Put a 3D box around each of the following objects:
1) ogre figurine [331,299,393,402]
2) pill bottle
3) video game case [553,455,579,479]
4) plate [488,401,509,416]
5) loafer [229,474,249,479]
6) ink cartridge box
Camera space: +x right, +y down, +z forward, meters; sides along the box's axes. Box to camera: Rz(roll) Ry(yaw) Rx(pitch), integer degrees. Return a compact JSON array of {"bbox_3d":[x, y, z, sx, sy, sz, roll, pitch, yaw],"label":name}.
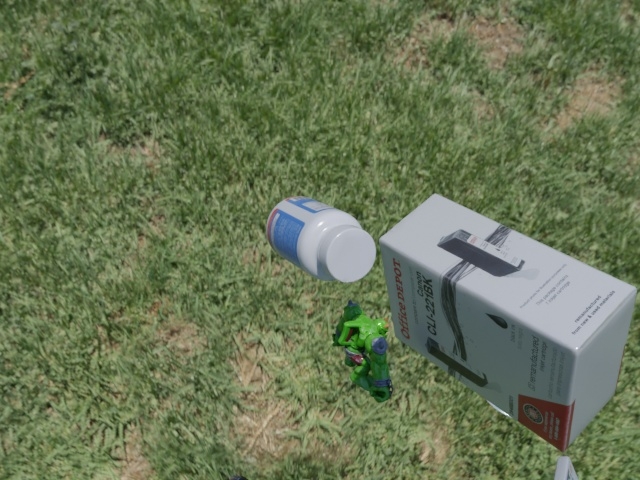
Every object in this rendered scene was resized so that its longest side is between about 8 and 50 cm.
[{"bbox_3d":[0.077,0.195,1.171,0.097,0.118,0.197,3,29,-6],"label":"ogre figurine"},{"bbox_3d":[0.000,0.000,1.104,0.124,0.124,0.221,-27,24,-18],"label":"pill bottle"},{"bbox_3d":[0.388,0.457,0.960,0.173,0.022,0.190,64,33,-10],"label":"video game case"},{"bbox_3d":[0.376,0.232,1.159,0.188,0.024,0.188,-2,84,15],"label":"plate"},{"bbox_3d":[-0.167,0.511,1.246,0.061,0.170,0.062,18,42,24],"label":"loafer"},{"bbox_3d":[0.212,0.090,0.771,0.114,0.196,0.273,-36,46,-23],"label":"ink cartridge box"}]
